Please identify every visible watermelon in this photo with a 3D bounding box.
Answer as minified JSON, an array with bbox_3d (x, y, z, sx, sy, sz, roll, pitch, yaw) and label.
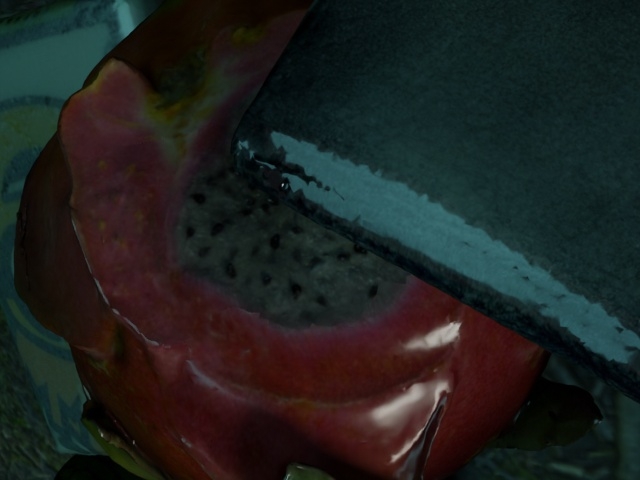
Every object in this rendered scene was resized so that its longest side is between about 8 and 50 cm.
[{"bbox_3d":[-0.170,0.210,0.924,0.109,0.109,0.109,18,121,32],"label":"watermelon"}]

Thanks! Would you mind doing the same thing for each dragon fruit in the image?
[{"bbox_3d":[0.000,0.000,0.551,0.291,0.290,0.189,62,173,-2],"label":"dragon fruit"}]

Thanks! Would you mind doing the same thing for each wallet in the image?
[{"bbox_3d":[0.166,-0.012,0.441,0.379,0.191,0.046,31,164,8],"label":"wallet"}]

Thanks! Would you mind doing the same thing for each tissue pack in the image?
[{"bbox_3d":[-0.117,-0.011,0.759,0.228,0.128,0.311,-3,110,40],"label":"tissue pack"}]
